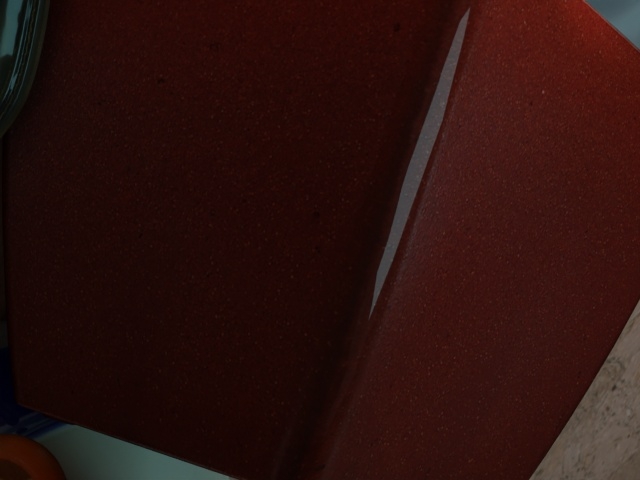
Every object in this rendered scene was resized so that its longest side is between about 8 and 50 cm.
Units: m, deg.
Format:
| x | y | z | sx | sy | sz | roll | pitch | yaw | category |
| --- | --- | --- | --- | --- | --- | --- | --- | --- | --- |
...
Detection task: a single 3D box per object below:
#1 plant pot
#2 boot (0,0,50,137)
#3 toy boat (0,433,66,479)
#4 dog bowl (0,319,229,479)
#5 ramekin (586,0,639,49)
| x | y | z | sx | sy | sz | roll | pitch | yaw | category |
| --- | --- | --- | --- | --- | --- | --- | --- | --- | --- |
| 0.000 | 0.000 | 0.714 | 0.267 | 0.267 | 0.236 | 25 | 79 | -52 | plant pot |
| -0.196 | -0.071 | 0.647 | 0.106 | 0.082 | 0.219 | 5 | 114 | -52 | boot |
| -0.120 | 0.157 | 0.677 | 0.151 | 0.151 | 0.231 | -34 | 179 | -28 | toy boat |
| -0.180 | 0.184 | 0.825 | 0.265 | 0.104 | 0.265 | -28 | 134 | -33 | dog bowl |
| 0.160 | -0.245 | 0.878 | 0.277 | 0.135 | 0.277 | -28 | 134 | -33 | ramekin |
